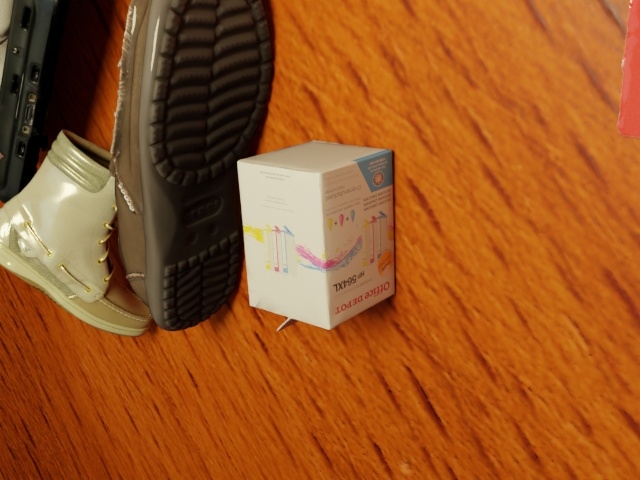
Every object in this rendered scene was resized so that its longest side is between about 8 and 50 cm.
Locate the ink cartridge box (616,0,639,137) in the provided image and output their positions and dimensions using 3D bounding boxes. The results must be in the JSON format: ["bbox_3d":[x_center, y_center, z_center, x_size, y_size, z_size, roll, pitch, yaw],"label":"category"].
[{"bbox_3d":[0.253,-0.122,0.378,0.224,0.056,0.181,14,114,38],"label":"ink cartridge box"}]

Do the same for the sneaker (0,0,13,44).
[{"bbox_3d":[-0.340,-0.358,0.803,0.169,0.108,0.293,-1,95,45],"label":"sneaker"}]

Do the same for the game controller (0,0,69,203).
[{"bbox_3d":[-0.304,-0.183,0.845,0.319,0.067,0.166,-62,37,38],"label":"game controller"}]

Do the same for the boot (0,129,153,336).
[{"bbox_3d":[-0.239,-0.003,0.860,0.165,0.213,0.077,-49,22,8],"label":"boot"}]

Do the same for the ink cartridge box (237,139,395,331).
[{"bbox_3d":[0.000,0.000,0.634,0.090,0.092,0.143,12,114,40],"label":"ink cartridge box"}]

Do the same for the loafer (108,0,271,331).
[{"bbox_3d":[-0.145,-0.087,0.710,0.130,0.133,0.366,32,124,31],"label":"loafer"}]

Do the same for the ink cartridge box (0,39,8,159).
[{"bbox_3d":[-0.508,-0.155,0.937,0.114,0.273,0.197,54,134,10],"label":"ink cartridge box"}]
